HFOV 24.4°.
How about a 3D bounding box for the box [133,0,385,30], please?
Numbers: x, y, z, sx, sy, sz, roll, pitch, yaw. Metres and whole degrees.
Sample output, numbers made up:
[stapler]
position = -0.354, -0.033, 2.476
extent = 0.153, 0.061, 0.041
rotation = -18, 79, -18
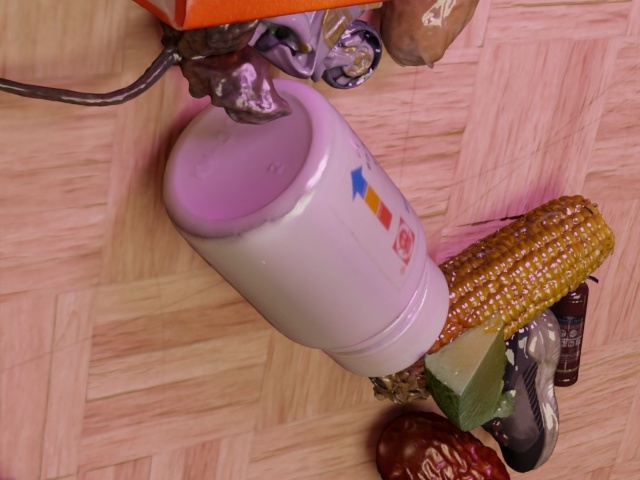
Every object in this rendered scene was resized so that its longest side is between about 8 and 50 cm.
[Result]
[box]
position = -0.052, -0.358, 0.942
extent = 0.256, 0.318, 0.349
rotation = -13, 123, -33

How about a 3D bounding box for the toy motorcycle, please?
[toy motorcycle]
position = -0.015, -0.216, 1.238
extent = 0.152, 0.073, 0.225
rotation = -22, 129, -24

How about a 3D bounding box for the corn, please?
[corn]
position = 0.170, 0.056, 1.535
extent = 0.317, 0.115, 0.115
rotation = -33, 132, -22

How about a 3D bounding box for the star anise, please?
[star anise]
position = -0.154, -0.135, 1.131
extent = 0.227, 0.218, 0.148
rotation = -40, 179, -30

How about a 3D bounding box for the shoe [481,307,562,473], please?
[shoe]
position = 0.201, 0.164, 1.641
extent = 0.112, 0.099, 0.228
rotation = -13, 120, -25

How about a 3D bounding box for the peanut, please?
[peanut]
position = 0.103, -0.256, 1.299
extent = 0.099, 0.099, 0.214
rotation = -12, 117, -34

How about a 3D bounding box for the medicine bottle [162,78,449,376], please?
[medicine bottle]
position = 0.000, 0.000, 1.311
extent = 0.170, 0.170, 0.293
rotation = -48, 138, -5

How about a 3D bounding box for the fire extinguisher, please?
[fire extinguisher]
position = 0.280, 0.093, 1.692
extent = 0.064, 0.043, 0.158
rotation = 4, 121, 6

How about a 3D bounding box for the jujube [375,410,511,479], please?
[jujube]
position = 0.133, 0.257, 1.623
extent = 0.109, 0.112, 0.176
rotation = -35, 124, 26

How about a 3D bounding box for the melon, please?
[melon]
position = 0.158, 0.135, 1.471
extent = 0.114, 0.053, 0.262
rotation = -60, 158, -6
